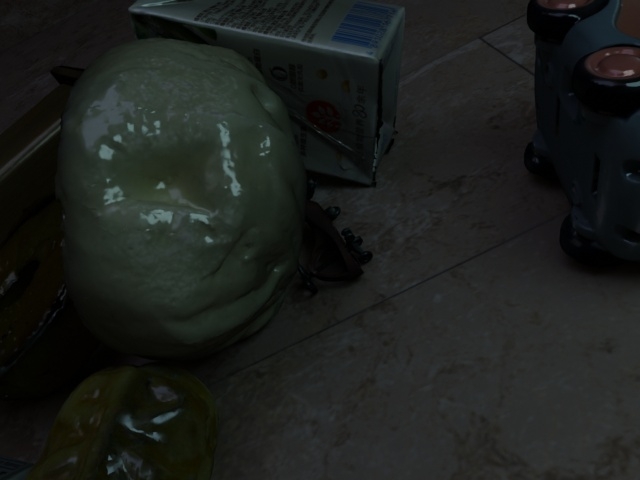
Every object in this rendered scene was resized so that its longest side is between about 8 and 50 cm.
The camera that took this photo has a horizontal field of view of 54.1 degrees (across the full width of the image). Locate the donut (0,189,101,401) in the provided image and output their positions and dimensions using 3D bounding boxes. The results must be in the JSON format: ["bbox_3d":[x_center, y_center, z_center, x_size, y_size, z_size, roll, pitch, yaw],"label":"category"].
[{"bbox_3d":[-0.335,0.073,0.760,0.272,0.107,0.272,-21,51,29],"label":"donut"}]

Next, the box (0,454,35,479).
[{"bbox_3d":[-0.386,0.253,0.635,0.177,0.036,0.115,-3,13,32],"label":"box"}]

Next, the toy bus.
[{"bbox_3d":[0.317,-0.123,0.571,0.232,0.194,0.288,-10,40,10],"label":"toy bus"}]

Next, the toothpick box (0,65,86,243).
[{"bbox_3d":[-0.459,-0.117,1.044,0.187,0.190,0.308,23,64,43],"label":"toothpick box"}]

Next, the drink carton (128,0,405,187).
[{"bbox_3d":[-0.059,-0.213,0.809,0.324,0.194,0.132,15,49,13],"label":"drink carton"}]

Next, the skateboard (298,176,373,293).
[{"bbox_3d":[0.000,0.000,0.725,0.080,0.067,0.151,-36,41,4],"label":"skateboard"}]

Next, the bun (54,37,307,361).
[{"bbox_3d":[-0.121,-0.039,0.653,0.210,0.360,0.360,-1,39,-4],"label":"bun"}]

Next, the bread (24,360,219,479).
[{"bbox_3d":[-0.170,0.217,0.514,0.152,0.130,0.268,12,40,-4],"label":"bread"}]
